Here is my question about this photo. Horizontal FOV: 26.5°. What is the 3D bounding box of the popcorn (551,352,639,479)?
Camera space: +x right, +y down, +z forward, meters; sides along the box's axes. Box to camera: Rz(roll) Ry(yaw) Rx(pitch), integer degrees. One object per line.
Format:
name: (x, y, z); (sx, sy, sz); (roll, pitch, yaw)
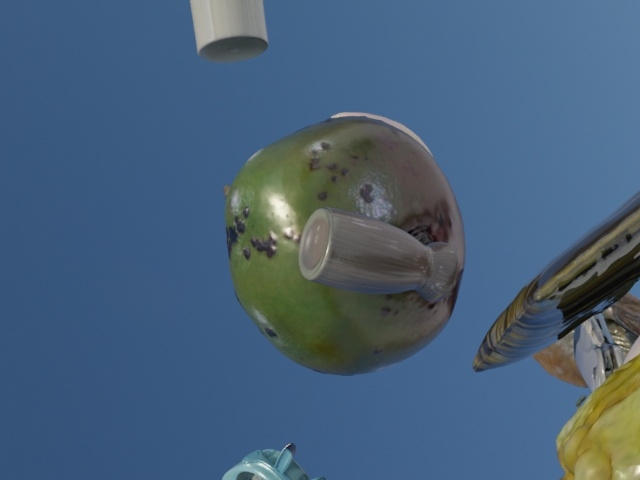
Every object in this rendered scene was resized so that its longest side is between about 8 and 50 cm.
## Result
popcorn: (0.271, 0.151, 0.766); (0.282, 0.247, 0.282); (13, -131, -15)

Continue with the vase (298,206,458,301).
vase: (0.040, 0.012, 0.924); (0.100, 0.053, 0.053); (13, -122, -23)

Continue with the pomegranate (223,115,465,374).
pomegranate: (-0.007, 0.000, 1.502); (0.291, 0.323, 0.291); (-32, -53, -58)

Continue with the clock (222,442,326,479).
clock: (-0.045, 0.271, 1.463); (0.045, 0.147, 0.108); (-36, -99, -35)

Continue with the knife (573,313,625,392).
knife: (0.287, 0.116, 1.391); (0.265, 0.040, 0.073); (-45, -51, -81)

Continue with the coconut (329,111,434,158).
coconut: (0.048, -0.062, 1.777); (0.224, 0.224, 0.234); (35, -138, -34)

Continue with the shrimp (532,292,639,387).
shrimp: (0.402, 0.115, 1.808); (0.168, 0.317, 0.077); (56, -135, -14)

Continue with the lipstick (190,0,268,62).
lipstick: (-0.100, -0.301, 1.300); (0.070, 0.070, 0.255); (6, -109, -49)

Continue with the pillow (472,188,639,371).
pillow: (0.209, 0.014, 0.980); (0.208, 0.212, 0.052); (-35, -101, -15)

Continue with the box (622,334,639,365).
box: (0.419, 0.055, 1.155); (0.141, 0.349, 0.288); (50, -157, 22)
